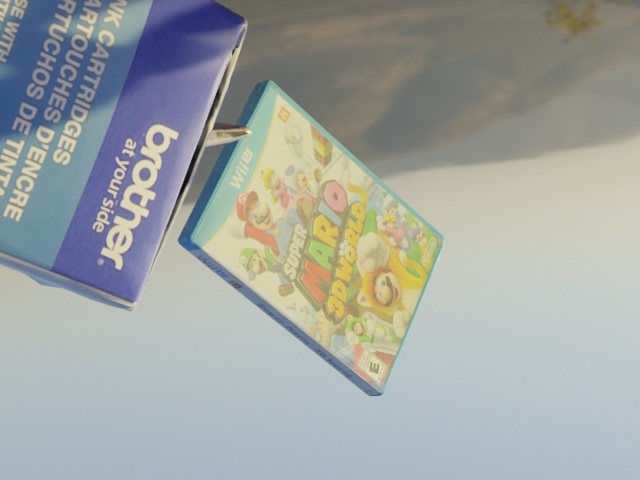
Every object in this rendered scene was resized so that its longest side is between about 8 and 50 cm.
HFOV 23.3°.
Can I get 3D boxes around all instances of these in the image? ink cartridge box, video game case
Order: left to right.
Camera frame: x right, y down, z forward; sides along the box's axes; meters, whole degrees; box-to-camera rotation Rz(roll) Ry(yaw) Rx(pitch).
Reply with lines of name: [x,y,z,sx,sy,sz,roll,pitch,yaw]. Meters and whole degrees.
ink cartridge box: [-0.224,-0.093,0.702,0.395,0.151,0.270,27,172,-35]
video game case: [0.000,0.000,0.928,0.166,0.119,0.015,40,149,-28]
